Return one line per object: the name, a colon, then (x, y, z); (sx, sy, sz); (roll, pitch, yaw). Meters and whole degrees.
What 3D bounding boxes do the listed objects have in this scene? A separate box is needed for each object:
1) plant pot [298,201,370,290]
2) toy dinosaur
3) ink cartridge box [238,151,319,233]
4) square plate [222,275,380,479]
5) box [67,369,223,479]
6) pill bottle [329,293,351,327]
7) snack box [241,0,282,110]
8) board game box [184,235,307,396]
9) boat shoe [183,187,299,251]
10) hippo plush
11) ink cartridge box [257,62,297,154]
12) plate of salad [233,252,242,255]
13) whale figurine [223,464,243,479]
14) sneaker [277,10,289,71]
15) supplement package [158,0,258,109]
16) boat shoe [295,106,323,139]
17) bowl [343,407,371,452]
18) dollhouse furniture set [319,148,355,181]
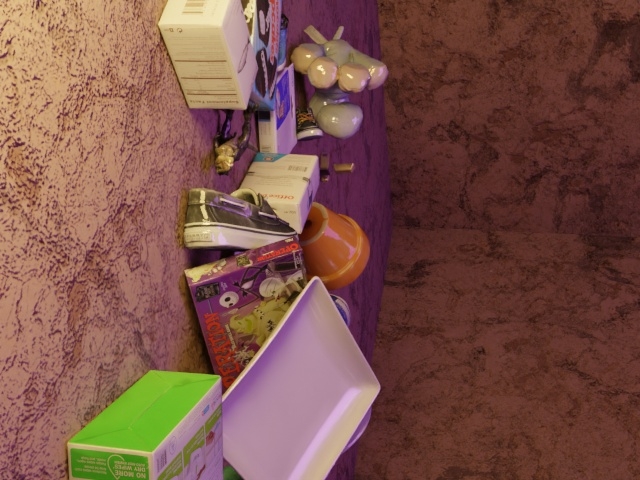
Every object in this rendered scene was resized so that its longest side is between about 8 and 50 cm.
plant pot: (0.000, 0.000, 2.030); (0.188, 0.205, 0.205); (47, 45, -53)
toy dinosaur: (-0.160, -0.201, 1.501); (0.268, 0.064, 0.118); (-59, 157, -70)
ink cartridge box: (-0.089, -0.104, 1.657); (0.191, 0.139, 0.082); (-72, 163, -50)
square plate: (-0.045, 0.296, 1.422); (0.344, 0.049, 0.347); (-52, 133, -28)
box: (-0.232, 0.340, 1.112); (0.262, 0.126, 0.231); (-46, 138, -73)
pill bottle: (0.007, 0.176, 1.716); (0.186, 0.112, 0.112); (-27, 119, -77)
snack box: (-0.130, -0.438, 1.573); (0.187, 0.060, 0.322); (19, 74, -78)
board game box: (-0.115, 0.161, 1.461); (0.056, 0.208, 0.347); (-114, -168, -47)
boat shoe: (-0.131, -0.038, 1.444); (0.335, 0.121, 0.119); (7, 84, -68)
hippo plush: (0.012, -0.395, 2.063); (0.294, 0.234, 0.237); (50, -43, 39)
ink cartridge box: (-0.098, -0.282, 1.799); (0.208, 0.045, 0.206); (-66, 157, -61)
plate of salad: (-0.155, 0.080, 1.603); (0.200, 0.048, 0.200); (-1, 90, -77)
whale figurine: (-0.171, 0.548, 1.504); (0.216, 0.141, 0.272); (3, 112, -51)
sneaker: (-0.101, -0.440, 1.710); (0.085, 0.058, 0.152); (88, 7, -49)
supplement package: (-0.176, -0.312, 1.271); (0.179, 0.105, 0.105); (77, 19, -54)
boat shoe: (-0.039, -0.294, 1.974); (0.183, 0.065, 0.083); (-158, -117, -77)
bowl: (-0.053, 0.336, 1.643); (0.298, 0.297, 0.134); (-68, 143, -58)
dollhouse furniture set: (0.053, -0.233, 2.380); (0.091, 0.114, 0.081); (61, 29, -64)
